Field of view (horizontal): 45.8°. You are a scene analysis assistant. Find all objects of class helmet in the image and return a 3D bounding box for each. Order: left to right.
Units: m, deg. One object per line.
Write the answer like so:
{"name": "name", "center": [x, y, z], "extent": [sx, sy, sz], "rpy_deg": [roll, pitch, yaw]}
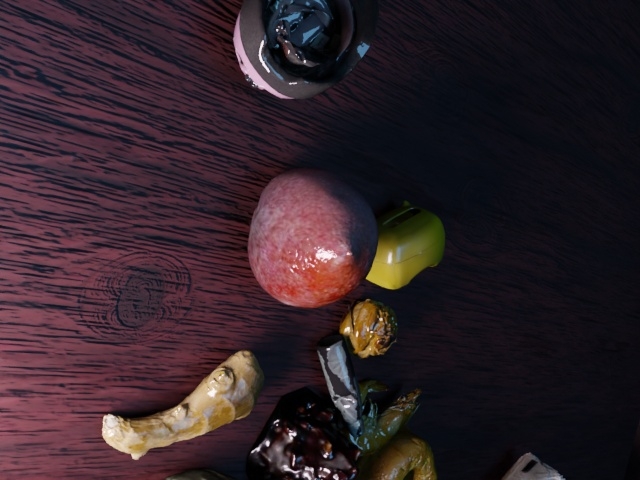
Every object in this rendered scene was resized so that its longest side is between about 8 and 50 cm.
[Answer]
{"name": "helmet", "center": [-0.038, -0.325, 1.174], "extent": [0.198, 0.154, 0.253], "rpy_deg": [45, 48, -23]}

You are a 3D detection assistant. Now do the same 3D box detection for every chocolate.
{"name": "chocolate", "center": [0.003, 0.422, 1.411], "extent": [0.224, 0.177, 0.206], "rpy_deg": [-58, 135, -16]}

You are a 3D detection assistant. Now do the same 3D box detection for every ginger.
{"name": "ginger", "center": [-0.206, 0.264, 1.215], "extent": [0.295, 0.086, 0.131], "rpy_deg": [-16, 135, -38]}

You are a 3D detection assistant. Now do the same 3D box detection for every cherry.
{"name": "cherry", "center": [0.000, 0.000, 1.245], "extent": [0.206, 0.239, 0.239], "rpy_deg": [16, 90, -56]}

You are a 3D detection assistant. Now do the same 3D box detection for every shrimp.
{"name": "shrimp", "center": [0.125, 0.359, 1.597], "extent": [0.249, 0.068, 0.150], "rpy_deg": [-13, 93, -45]}

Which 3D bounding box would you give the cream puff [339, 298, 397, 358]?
{"name": "cream puff", "center": [0.101, 0.173, 1.500], "extent": [0.133, 0.104, 0.119], "rpy_deg": [-14, 105, -45]}

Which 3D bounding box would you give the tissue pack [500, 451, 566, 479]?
{"name": "tissue pack", "center": [0.534, 0.824, 2.080], "extent": [0.390, 0.195, 0.375], "rpy_deg": [-28, 127, -39]}

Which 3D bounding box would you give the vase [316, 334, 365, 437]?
{"name": "vase", "center": [0.047, 0.289, 1.473], "extent": [0.060, 0.060, 0.211], "rpy_deg": [-29, 108, -38]}

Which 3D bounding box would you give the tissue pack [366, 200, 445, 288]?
{"name": "tissue pack", "center": [0.159, 0.005, 1.492], "extent": [0.178, 0.123, 0.127], "rpy_deg": [-29, 125, -37]}

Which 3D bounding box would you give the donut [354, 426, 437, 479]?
{"name": "donut", "center": [0.159, 0.516, 1.650], "extent": [0.227, 0.114, 0.226], "rpy_deg": [-17, 115, -42]}

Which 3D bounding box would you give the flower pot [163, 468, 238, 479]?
{"name": "flower pot", "center": [-0.193, 0.532, 1.205], "extent": [0.302, 0.213, 0.301], "rpy_deg": [-16, 112, -44]}
